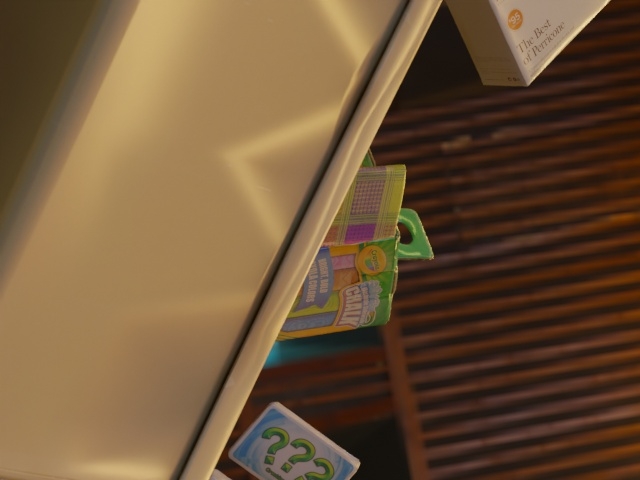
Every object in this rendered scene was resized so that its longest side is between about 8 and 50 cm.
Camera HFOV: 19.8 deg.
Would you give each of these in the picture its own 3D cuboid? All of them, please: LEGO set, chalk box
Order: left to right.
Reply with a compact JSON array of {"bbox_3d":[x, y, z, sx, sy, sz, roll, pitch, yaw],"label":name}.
[{"bbox_3d":[-0.121,0.148,1.195,0.182,0.244,0.060,-49,-166,12],"label":"LEGO set"},{"bbox_3d":[0.000,0.000,1.746,0.132,0.213,0.132,95,-19,-47],"label":"chalk box"}]

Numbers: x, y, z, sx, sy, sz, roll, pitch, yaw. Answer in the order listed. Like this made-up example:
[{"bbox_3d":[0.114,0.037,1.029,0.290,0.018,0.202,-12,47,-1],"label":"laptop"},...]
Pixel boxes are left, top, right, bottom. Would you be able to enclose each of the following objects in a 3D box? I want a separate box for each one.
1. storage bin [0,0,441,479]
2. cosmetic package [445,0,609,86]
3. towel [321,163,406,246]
[{"bbox_3d":[-0.109,-0.073,0.687,0.260,0.123,0.262,37,-74,46],"label":"storage bin"},{"bbox_3d":[0.215,-0.246,1.633,0.060,0.239,0.099,7,-45,49],"label":"cosmetic package"},{"bbox_3d":[0.021,-0.025,1.282,0.009,0.083,0.060,37,-55,48],"label":"towel"}]
